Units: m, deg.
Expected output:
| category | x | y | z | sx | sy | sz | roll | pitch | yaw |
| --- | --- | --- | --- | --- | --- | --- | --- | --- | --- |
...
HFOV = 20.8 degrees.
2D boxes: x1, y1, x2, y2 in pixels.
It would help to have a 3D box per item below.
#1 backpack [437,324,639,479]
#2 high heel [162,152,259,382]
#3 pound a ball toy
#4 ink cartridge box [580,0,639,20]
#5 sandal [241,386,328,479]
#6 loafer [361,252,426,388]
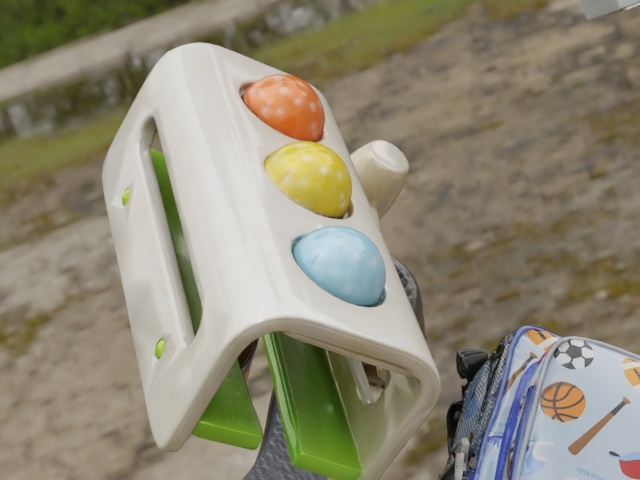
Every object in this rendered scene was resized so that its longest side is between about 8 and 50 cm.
| category | x | y | z | sx | sy | sz | roll | pitch | yaw |
| --- | --- | --- | --- | --- | --- | --- | --- | --- | --- |
| backpack | 0.194 | 0.210 | 1.182 | 0.213 | 0.276 | 0.263 | 97 | -167 | -69 |
| high heel | -0.050 | 0.074 | 1.301 | 0.093 | 0.261 | 0.186 | -30 | 40 | -33 |
| pound a ball toy | 0.000 | 0.000 | 1.027 | 0.136 | 0.208 | 0.319 | -57 | 29 | 26 |
| ink cartridge box | 0.273 | -0.275 | 1.615 | 0.088 | 0.122 | 0.052 | -22 | 4 | -35 |
| sandal | -0.024 | 0.195 | 1.298 | 0.054 | 0.097 | 0.254 | 114 | -178 | -48 |
| loafer | -0.035 | 0.027 | 1.579 | 0.134 | 0.130 | 0.366 | -37 | 47 | -11 |
